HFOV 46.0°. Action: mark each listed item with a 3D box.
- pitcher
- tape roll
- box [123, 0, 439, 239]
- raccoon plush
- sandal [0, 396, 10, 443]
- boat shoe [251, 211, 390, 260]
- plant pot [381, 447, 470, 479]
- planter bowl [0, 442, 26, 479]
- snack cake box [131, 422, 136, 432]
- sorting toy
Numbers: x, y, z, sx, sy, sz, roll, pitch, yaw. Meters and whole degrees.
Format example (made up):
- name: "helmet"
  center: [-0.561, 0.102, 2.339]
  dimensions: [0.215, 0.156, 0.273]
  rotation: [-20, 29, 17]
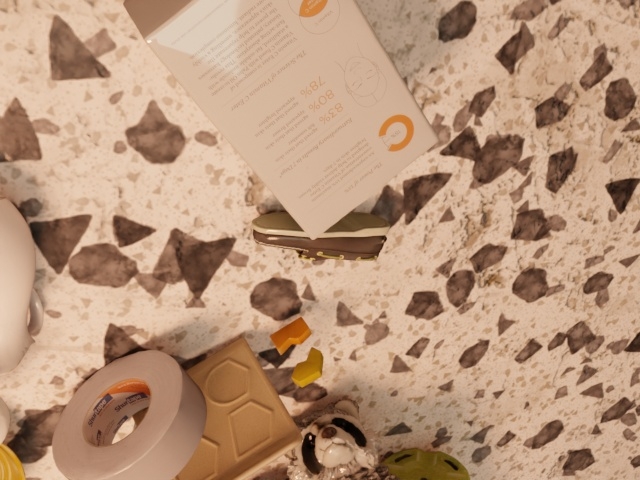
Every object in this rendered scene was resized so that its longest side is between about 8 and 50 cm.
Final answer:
- name: "pitcher"
  center: [-0.415, 0.049, 0.967]
  dimensions: [0.125, 0.178, 0.207]
  rotation: [-5, 101, 4]
- name: "tape roll"
  center: [-0.278, 0.269, 1.103]
  dimensions: [0.219, 0.219, 0.072]
  rotation: [-32, 128, -2]
- name: "box"
  center: [-0.042, -0.207, 0.939]
  dimensions: [0.215, 0.168, 0.345]
  rotation: [-38, 127, 2]
- name: "raccoon plush"
  center: [0.031, 0.508, 1.359]
  dimensions: [0.216, 0.299, 0.447]
  rotation: [-8, 127, -25]
- name: "sandal"
  center: [-0.566, 0.120, 0.957]
  dimensions: [0.169, 0.102, 0.416]
  rotation: [-29, 113, 19]
- name: "boat shoe"
  center: [0.000, 0.000, 1.143]
  dimensions: [0.227, 0.081, 0.069]
  rotation: [0, 116, -27]
- name: "plant pot"
  center: [0.201, 0.570, 1.505]
  dimensions: [0.276, 0.276, 0.254]
  rotation: [-8, 111, -19]
- name: "planter bowl"
  center: [-0.553, 0.358, 1.106]
  dimensions: [0.217, 0.090, 0.217]
  rotation: [-9, 109, -28]
- name: "snack cake box"
  center: [-0.242, 0.415, 1.182]
  dimensions: [0.089, 0.264, 0.152]
  rotation: [5, 118, -26]
- name: "sorting toy"
  center: [-0.121, 0.256, 1.157]
  dimensions: [0.307, 0.229, 0.041]
  rotation: [-31, 139, -9]
